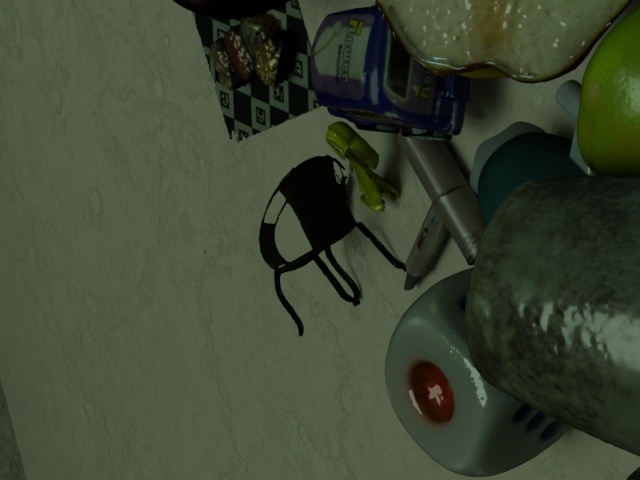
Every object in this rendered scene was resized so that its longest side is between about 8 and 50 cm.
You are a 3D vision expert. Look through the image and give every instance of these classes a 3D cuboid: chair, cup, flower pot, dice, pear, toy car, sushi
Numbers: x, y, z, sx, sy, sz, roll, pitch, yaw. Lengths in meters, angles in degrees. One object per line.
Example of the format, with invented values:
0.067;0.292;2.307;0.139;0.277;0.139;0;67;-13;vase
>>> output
0.000;0.000;2.095;0.149;0.174;0.213;-25;94;53;chair
0.253;-0.044;1.706;0.173;0.167;0.299;54;143;44;cup
0.329;0.076;1.443;0.330;0.293;0.293;12;116;34;flower pot
0.203;0.157;1.843;0.194;0.192;0.193;45;137;33;dice
0.349;-0.137;1.499;0.187;0.187;0.219;51;131;29;pear
0.195;-0.360;1.556;0.340;0.191;0.386;9;104;9;pear
0.071;-0.215;1.848;0.235;0.158;0.172;8;92;55;toy car
-0.120;-0.285;2.236;0.290;0.050;0.264;-11;96;57;sushi

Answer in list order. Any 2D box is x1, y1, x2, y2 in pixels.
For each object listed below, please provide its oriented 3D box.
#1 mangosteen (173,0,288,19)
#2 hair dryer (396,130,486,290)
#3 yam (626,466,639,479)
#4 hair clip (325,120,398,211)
-0.129;-0.426;1.938;0.297;0.313;0.297;12;106;48;mangosteen
0.138;-0.026;1.993;0.195;0.054;0.220;62;153;16;hair dryer
0.405;0.274;1.668;0.107;0.107;0.194;62;155;15;yam
0.055;-0.101;1.994;0.072;0.046;0.173;40;171;39;hair clip
